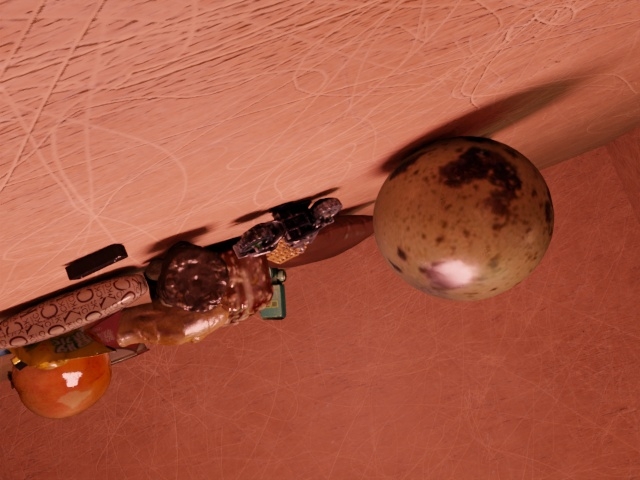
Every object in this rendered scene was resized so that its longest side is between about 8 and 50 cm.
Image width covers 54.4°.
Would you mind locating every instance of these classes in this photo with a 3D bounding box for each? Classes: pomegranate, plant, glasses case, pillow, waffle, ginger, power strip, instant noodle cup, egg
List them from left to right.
[{"bbox_3d":[-0.840,0.418,1.999,0.319,0.319,0.319,-21,175,-2],"label":"pomegranate"},{"bbox_3d":[-0.564,0.158,1.403,0.355,0.085,0.137,-20,-179,-6],"label":"glasses case"},{"bbox_3d":[-0.404,0.039,1.122,0.111,0.029,0.038,-24,174,8],"label":"power strip"},{"bbox_3d":[-0.779,0.372,2.321,0.235,0.178,0.235,-22,176,-2],"label":"instant noodle cup"},{"bbox_3d":[-0.342,0.187,1.463,0.263,0.116,0.109,-11,-143,-7],"label":"ginger"},{"bbox_3d":[-0.289,0.083,1.360,0.146,0.149,0.274,29,169,-22],"label":"plant"},{"bbox_3d":[-0.114,0.017,1.759,0.102,0.042,0.148,25,150,-28],"label":"waffle"},{"bbox_3d":[0.000,0.000,1.938,0.308,0.108,0.305,-13,170,-35],"label":"pillow"},{"bbox_3d":[0.286,-0.042,1.328,0.345,0.345,0.428,-18,-177,-30],"label":"egg"}]

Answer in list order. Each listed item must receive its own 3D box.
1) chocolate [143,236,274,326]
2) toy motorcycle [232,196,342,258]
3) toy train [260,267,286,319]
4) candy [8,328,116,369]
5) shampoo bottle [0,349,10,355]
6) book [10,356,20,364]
[{"bbox_3d":[-0.270,0.128,1.639,0.340,0.210,0.225,-18,177,-32],"label":"chocolate"},{"bbox_3d":[-0.078,-0.024,1.420,0.270,0.106,0.159,-23,171,-26],"label":"toy motorcycle"},{"bbox_3d":[-0.256,0.172,2.043,0.298,0.194,0.120,-5,177,6],"label":"toy train"},{"bbox_3d":[-0.652,0.245,1.507,0.297,0.081,0.187,13,-163,40],"label":"candy"},{"bbox_3d":[-0.840,0.275,1.684,0.104,0.061,0.258,-23,175,17],"label":"shampoo bottle"},{"bbox_3d":[-0.703,0.253,1.793,0.374,0.028,0.262,-33,180,-27],"label":"book"}]
